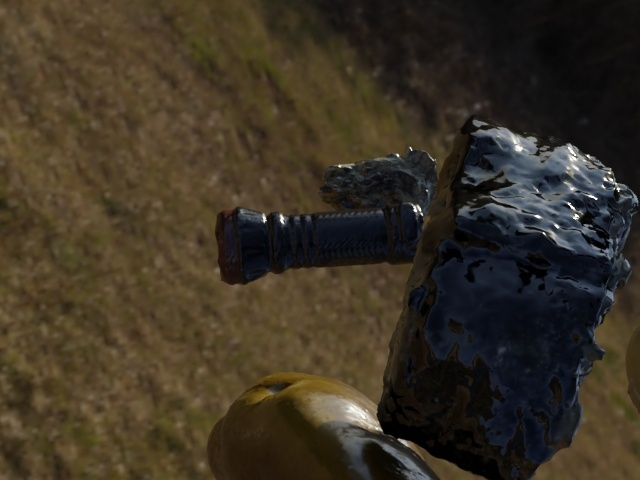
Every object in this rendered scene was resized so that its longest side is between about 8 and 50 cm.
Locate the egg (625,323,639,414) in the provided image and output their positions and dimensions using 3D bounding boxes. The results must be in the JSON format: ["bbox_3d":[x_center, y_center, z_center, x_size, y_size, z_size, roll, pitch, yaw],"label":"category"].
[{"bbox_3d":[0.417,0.150,1.572,0.201,0.164,0.164,31,25,9],"label":"egg"}]

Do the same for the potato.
[{"bbox_3d":[0.032,0.225,1.302,0.176,0.369,0.195,-16,113,-23],"label":"potato"}]

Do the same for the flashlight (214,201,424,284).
[{"bbox_3d":[0.000,0.000,1.664,0.093,0.232,0.093,176,-90,-87],"label":"flashlight"}]

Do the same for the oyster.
[{"bbox_3d":[0.075,-0.057,1.916,0.053,0.166,0.108,-128,-148,-72],"label":"oyster"}]

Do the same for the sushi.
[{"bbox_3d":[0.159,0.040,1.262,0.350,0.171,0.211,-66,171,-53],"label":"sushi"}]
